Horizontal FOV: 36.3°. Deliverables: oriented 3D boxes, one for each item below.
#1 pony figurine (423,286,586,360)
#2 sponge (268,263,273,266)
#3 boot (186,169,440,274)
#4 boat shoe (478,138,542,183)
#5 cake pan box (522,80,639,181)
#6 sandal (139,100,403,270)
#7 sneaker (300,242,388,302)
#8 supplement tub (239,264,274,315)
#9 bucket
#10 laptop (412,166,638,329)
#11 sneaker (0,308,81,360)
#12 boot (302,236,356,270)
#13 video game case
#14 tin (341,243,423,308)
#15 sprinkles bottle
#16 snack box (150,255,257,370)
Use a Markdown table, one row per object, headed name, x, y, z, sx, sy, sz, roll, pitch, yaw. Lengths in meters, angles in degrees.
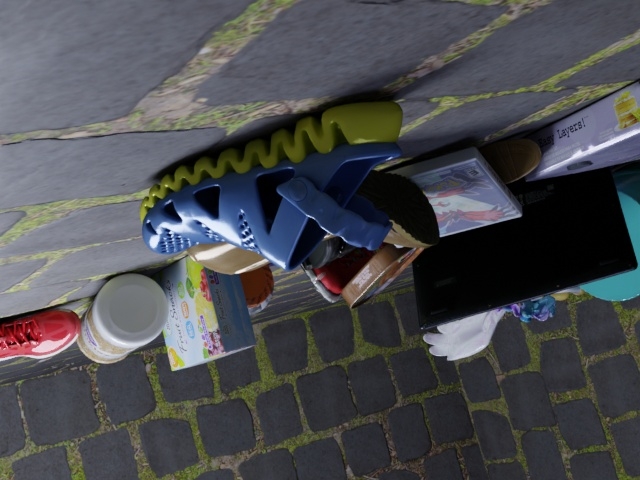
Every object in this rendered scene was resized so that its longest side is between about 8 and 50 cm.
| name | x | y | z | sx | sy | sz | roll | pitch | yaw |
| --- | --- | --- | --- | --- | --- | --- | --- | --- | --- |
| pony figurine | 0.407 | 0.096 | 2.194 | 0.363 | 0.303 | 0.351 | -7 | 174 | -37 |
| sponge | 0.000 | 0.000 | 1.766 | 0.210 | 0.031 | 0.117 | -23 | 171 | 41 |
| boot | -0.008 | -0.015 | 1.323 | 0.269 | 0.089 | 0.236 | -22 | 147 | 36 |
| boat shoe | 0.243 | -0.105 | 1.393 | 0.170 | 0.063 | 0.059 | -20 | -176 | 37 |
| cake pan box | 0.450 | -0.161 | 1.357 | 0.267 | 0.070 | 0.245 | -12 | 174 | -30 |
| sandal | -0.051 | -0.031 | 0.986 | 0.317 | 0.138 | 0.126 | -18 | 175 | 31 |
| sneaker | 0.054 | 0.032 | 1.731 | 0.118 | 0.107 | 0.279 | -40 | 167 | 21 |
| supplement tub | -0.153 | 0.087 | 1.757 | 0.117 | 0.117 | 0.190 | -13 | 173 | -21 |
| bucket | 0.632 | -0.015 | 2.011 | 0.183 | 0.281 | 0.281 | -19 | 177 | -41 |
| laptop | 0.384 | -0.001 | 1.835 | 0.382 | 0.408 | 0.236 | -19 | 139 | 20 |
| sneaker | -0.544 | 0.176 | 1.728 | 0.221 | 0.087 | 0.128 | -18 | 174 | 11 |
| boot | 0.074 | -0.033 | 1.527 | 0.229 | 0.091 | 0.263 | -20 | 178 | -7 |
| video game case | 0.159 | -0.055 | 1.375 | 0.201 | 0.023 | 0.183 | -16 | 149 | 26 |
| tin | 0.103 | 0.048 | 1.627 | 0.106 | 0.040 | 0.190 | -30 | 166 | -46 |
| sprinkles bottle | -0.360 | 0.146 | 1.744 | 0.121 | 0.121 | 0.355 | -13 | 173 | -21 |
| snack box | -0.202 | 0.117 | 1.648 | 0.070 | 0.174 | 0.207 | -10 | 170 | -34 |
